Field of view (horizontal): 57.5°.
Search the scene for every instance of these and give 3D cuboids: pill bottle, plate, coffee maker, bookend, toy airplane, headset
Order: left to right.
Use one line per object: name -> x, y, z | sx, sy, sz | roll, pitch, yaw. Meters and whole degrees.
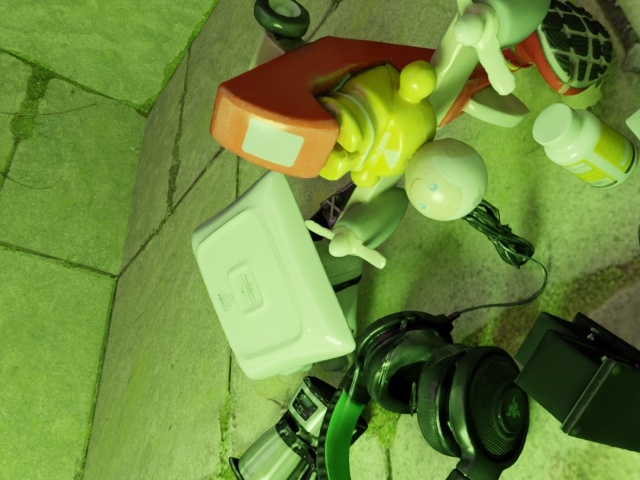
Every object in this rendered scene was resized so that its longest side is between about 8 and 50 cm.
plate -> -0.096, 0.069, 0.876 | 0.278, 0.045, 0.277 | -29, 82, 47
coffee maker -> -0.025, 0.304, 0.882 | 0.120, 0.171, 0.178 | 42, 89, 19
toy airplane -> 0.113, -0.137, 0.674 | 0.384, 0.386, 0.272 | -32, 62, 8
headset -> 0.125, 0.150, 0.686 | 0.394, 0.185, 0.243 | -53, 30, -7
bookend -> 0.242, 0.117, 0.551 | 0.072, 0.156, 0.157 | -63, 30, 11
pill bottle -> 0.292, -0.106, 0.647 | 0.065, 0.116, 0.065 | -35, 45, 43

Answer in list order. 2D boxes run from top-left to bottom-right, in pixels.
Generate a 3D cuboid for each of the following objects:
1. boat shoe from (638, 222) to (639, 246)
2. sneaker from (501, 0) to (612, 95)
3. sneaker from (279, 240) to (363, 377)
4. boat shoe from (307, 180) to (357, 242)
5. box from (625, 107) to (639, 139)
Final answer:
boat shoe -> 0.338, 0.033, 0.552 | 0.056, 0.049, 0.152 | -41, 40, 39
sneaker -> 0.295, -0.271, 0.792 | 0.118, 0.107, 0.279 | 115, 159, -44
sneaker -> -0.071, 0.102, 0.985 | 0.366, 0.137, 0.210 | 9, 107, 48
boat shoe -> 0.000, 0.000, 1.068 | 0.335, 0.095, 0.112 | -52, 34, 26
box -> 0.384, -0.083, 0.510 | 0.130, 0.091, 0.170 | -46, 37, 33
